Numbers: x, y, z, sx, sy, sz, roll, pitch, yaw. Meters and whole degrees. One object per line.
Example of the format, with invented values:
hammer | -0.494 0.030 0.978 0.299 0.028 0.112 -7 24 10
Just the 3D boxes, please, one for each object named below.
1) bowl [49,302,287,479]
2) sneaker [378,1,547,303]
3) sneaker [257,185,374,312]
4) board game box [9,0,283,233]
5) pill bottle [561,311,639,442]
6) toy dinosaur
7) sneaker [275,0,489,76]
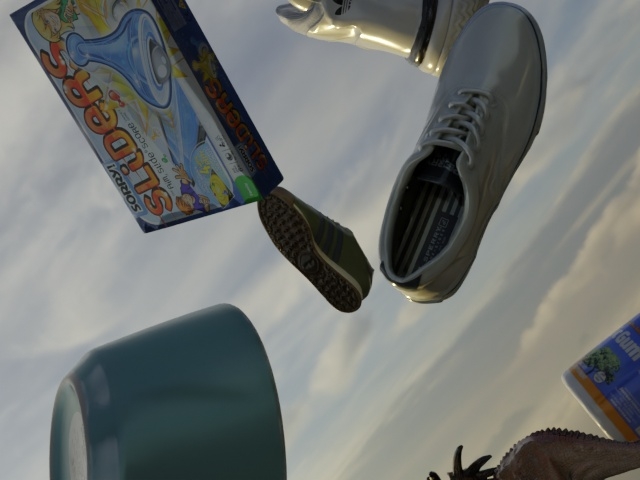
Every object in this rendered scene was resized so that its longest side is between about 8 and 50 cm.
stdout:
bowl | -0.167 0.218 0.968 0.163 0.311 0.311 1 -44 -26
sneaker | 0.117 -0.072 0.793 0.091 0.094 0.258 16 -90 -71
sneaker | 0.000 0.000 1.287 0.064 0.192 0.086 -36 6 37
board game box | -0.131 -0.109 0.749 0.136 0.201 0.035 -14 23 38
pill bottle | 0.476 0.158 1.335 0.272 0.152 0.152 -40 -14 5
toy dinosaur | 0.209 0.258 0.999 0.127 0.200 0.295 7 -53 -47
sneaker | 0.078 -0.285 1.044 0.366 0.210 0.137 -63 -11 -62
